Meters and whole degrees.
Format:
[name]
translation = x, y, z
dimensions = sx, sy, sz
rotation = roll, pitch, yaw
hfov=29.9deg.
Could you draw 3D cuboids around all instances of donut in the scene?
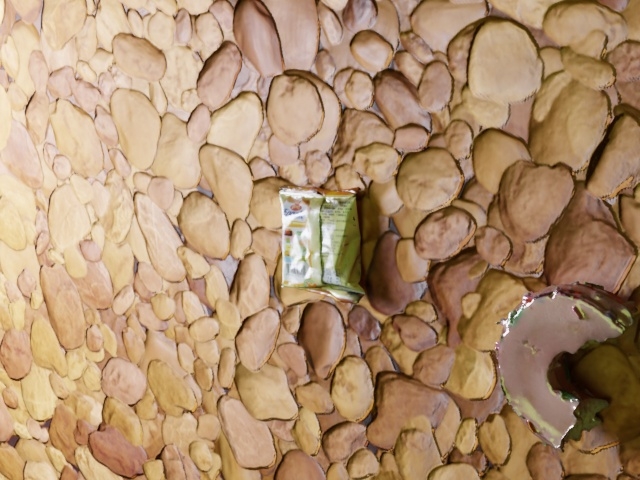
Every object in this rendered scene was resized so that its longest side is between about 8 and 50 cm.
[donut]
translation = 0.213, 0.100, 1.077
dimensions = 0.117, 0.065, 0.166
rotation = 34, 122, 26

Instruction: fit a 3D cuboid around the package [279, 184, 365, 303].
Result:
[package]
translation = 0.000, 0.002, 1.253
dimensions = 0.108, 0.031, 0.120
rotation = 5, 101, 39
